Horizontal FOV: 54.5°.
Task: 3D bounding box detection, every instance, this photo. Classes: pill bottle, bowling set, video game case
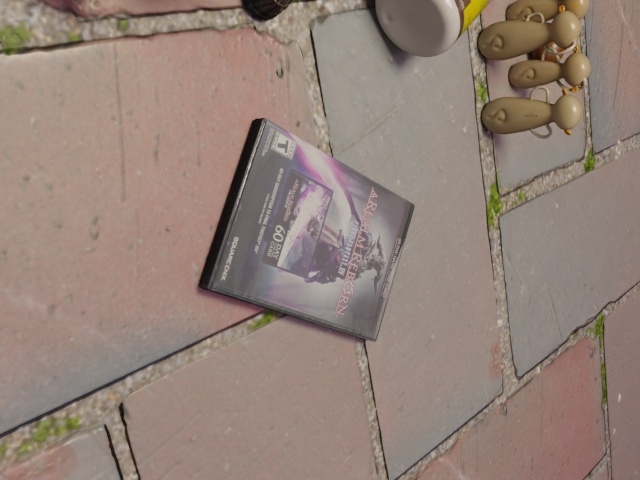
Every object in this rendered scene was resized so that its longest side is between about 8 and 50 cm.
[{"bbox_3d":[0.172,-0.343,0.801,0.215,0.117,0.117,-51,124,-25],"label":"pill bottle"},{"bbox_3d":[0.348,-0.310,0.934,0.199,0.154,0.287,-23,110,-37],"label":"bowling set"},{"bbox_3d":[0.000,0.000,0.754,0.274,0.026,0.196,24,80,-39],"label":"video game case"}]

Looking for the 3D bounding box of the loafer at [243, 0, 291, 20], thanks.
[{"bbox_3d":[-0.030,-0.321,0.665,0.062,0.061,0.170,15,85,-40],"label":"loafer"}]
